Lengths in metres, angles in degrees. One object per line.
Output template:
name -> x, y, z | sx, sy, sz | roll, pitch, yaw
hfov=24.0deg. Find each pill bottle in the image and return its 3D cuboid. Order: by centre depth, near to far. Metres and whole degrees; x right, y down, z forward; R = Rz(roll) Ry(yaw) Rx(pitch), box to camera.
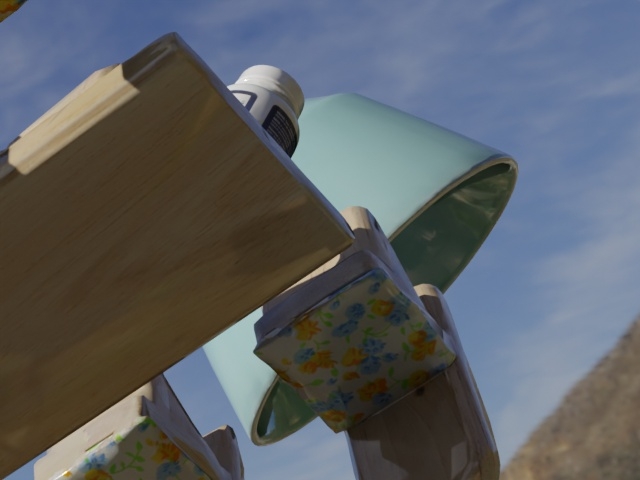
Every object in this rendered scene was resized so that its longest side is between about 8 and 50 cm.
pill bottle -> -0.053, -0.061, 0.998 | 0.067, 0.067, 0.120 | -32, 23, 44

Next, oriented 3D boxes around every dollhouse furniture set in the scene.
dollhouse furniture set -> -0.172, 0.089, 0.599 | 0.394, 0.256, 0.362 | -34, -57, 14

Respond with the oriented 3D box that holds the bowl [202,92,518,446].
bowl -> 0.000, 0.000, 1.229 | 0.311, 0.163, 0.311 | -43, -15, -14
